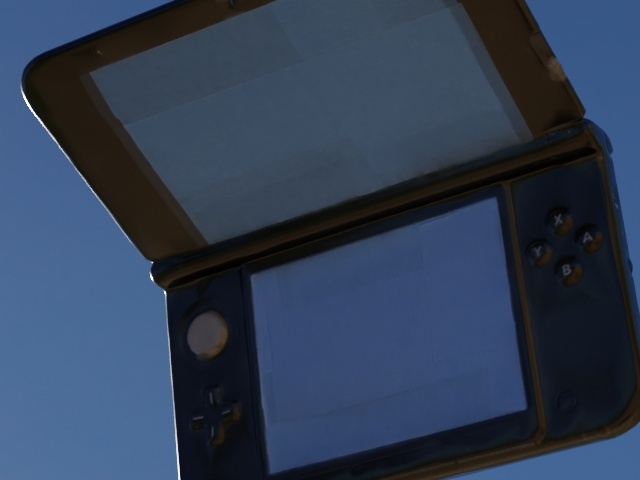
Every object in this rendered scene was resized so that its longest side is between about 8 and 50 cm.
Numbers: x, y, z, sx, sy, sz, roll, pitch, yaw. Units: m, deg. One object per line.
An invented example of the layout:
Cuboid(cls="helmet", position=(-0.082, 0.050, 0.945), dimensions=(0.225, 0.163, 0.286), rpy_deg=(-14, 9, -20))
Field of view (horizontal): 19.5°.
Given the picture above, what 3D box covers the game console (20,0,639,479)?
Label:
Cuboid(cls="game console", position=(0.000, 0.000, 1.009), dimensions=(0.293, 0.250, 0.173), rpy_deg=(-18, -25, 27))
